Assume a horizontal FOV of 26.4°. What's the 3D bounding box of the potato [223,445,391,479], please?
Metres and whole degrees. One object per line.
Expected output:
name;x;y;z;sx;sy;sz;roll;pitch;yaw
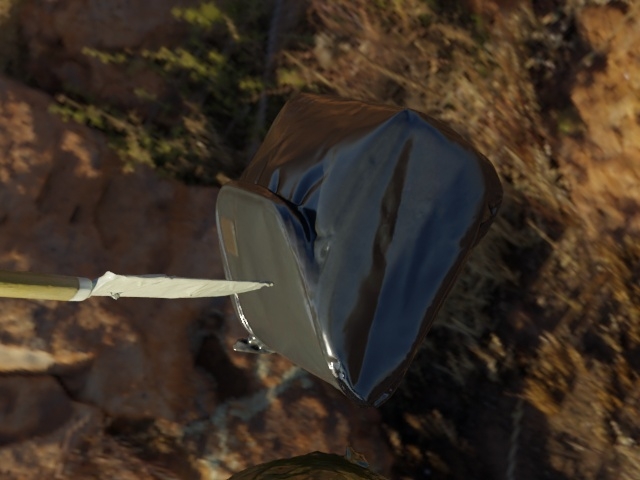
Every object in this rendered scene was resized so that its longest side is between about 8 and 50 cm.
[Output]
potato;-0.019;0.258;0.712;0.210;0.173;0.307;166;119;-73

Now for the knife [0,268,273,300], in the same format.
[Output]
knife;-0.149;0.030;0.946;0.047;0.297;0.017;-35;61;39

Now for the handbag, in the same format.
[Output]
handbag;-0.002;-0.002;1.292;0.275;0.178;0.302;-59;24;-3
